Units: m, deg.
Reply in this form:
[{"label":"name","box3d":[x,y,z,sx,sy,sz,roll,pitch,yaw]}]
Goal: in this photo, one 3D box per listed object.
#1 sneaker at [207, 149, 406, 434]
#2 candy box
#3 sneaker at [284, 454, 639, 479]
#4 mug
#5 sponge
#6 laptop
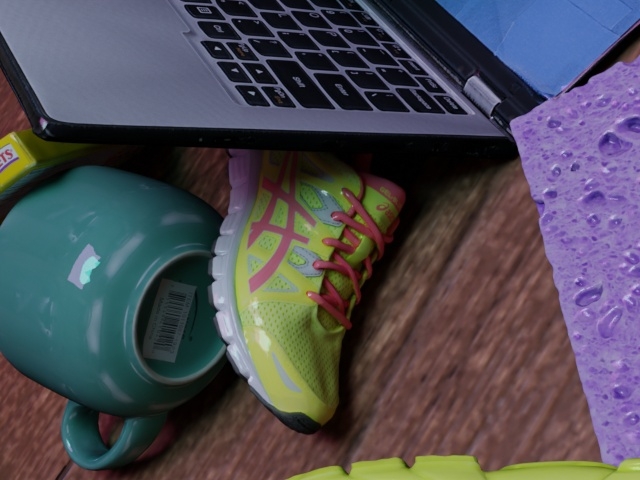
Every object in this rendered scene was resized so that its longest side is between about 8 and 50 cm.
[{"label":"sneaker","box3d":[0.000,0.000,0.708,0.094,0.081,0.208,-17,55,22]},{"label":"candy box","box3d":[-0.169,-0.039,0.810,0.105,0.206,0.027,-36,90,17]},{"label":"sneaker","box3d":[0.065,0.155,0.531,0.296,0.109,0.123,-12,53,33]},{"label":"mug","box3d":[-0.099,0.041,0.740,0.097,0.157,0.129,16,47,42]},{"label":"sponge","box3d":[0.162,0.002,0.606,0.117,0.031,0.210,-27,48,23]},{"label":"laptop","box3d":[0.005,-0.242,0.757,0.382,0.408,0.236,53,134,46]}]
